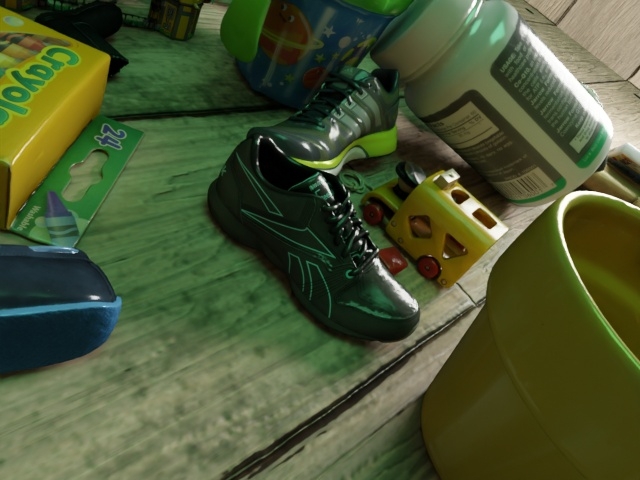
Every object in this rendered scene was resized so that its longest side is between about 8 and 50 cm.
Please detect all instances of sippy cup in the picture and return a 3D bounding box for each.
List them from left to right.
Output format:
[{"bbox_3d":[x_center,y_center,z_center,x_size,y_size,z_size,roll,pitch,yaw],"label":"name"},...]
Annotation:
[{"bbox_3d":[-0.014,-0.325,0.743,0.305,0.224,0.240,2,50,-32],"label":"sippy cup"}]

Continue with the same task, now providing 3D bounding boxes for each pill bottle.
[{"bbox_3d":[0.264,-0.233,0.795,0.361,0.204,0.204,37,37,-20],"label":"pill bottle"}]

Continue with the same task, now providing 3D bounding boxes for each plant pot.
[{"bbox_3d":[0.216,0.129,0.429,0.253,0.239,0.254,19,42,-18],"label":"plant pot"}]

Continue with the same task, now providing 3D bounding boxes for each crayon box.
[{"bbox_3d":[-0.336,-0.138,0.448,0.322,0.083,0.203,22,41,-15],"label":"crayon box"}]

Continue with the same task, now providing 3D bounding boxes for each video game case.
[{"bbox_3d":[0.712,-0.121,1.103,0.227,0.026,0.206,40,8,7],"label":"video game case"}]

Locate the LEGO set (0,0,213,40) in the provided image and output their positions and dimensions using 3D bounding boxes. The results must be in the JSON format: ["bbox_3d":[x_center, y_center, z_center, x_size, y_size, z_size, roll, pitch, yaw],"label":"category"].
[{"bbox_3d":[-0.301,-0.430,0.679,0.331,0.192,0.255,2,49,-32],"label":"LEGO set"}]

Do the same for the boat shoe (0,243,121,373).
[{"bbox_3d":[-0.266,0.044,0.317,0.258,0.109,0.089,10,35,-50],"label":"boat shoe"}]

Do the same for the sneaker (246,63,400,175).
[{"bbox_3d":[0.013,-0.164,0.661,0.111,0.121,0.300,23,31,25],"label":"sneaker"}]

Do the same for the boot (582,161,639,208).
[{"bbox_3d":[0.591,-0.102,1.041,0.269,0.089,0.236,40,27,6],"label":"boot"}]

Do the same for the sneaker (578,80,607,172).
[{"bbox_3d":[0.407,-0.253,1.030,0.158,0.182,0.410,59,6,-47],"label":"sneaker"}]

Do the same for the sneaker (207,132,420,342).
[{"bbox_3d":[0.000,0.000,0.519,0.267,0.106,0.101,38,38,3],"label":"sneaker"}]

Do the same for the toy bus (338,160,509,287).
[{"bbox_3d":[0.141,-0.042,0.656,0.202,0.104,0.191,15,43,-21],"label":"toy bus"}]

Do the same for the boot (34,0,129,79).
[{"bbox_3d":[-0.275,-0.246,0.627,0.099,0.045,0.121,43,47,15],"label":"boot"}]
